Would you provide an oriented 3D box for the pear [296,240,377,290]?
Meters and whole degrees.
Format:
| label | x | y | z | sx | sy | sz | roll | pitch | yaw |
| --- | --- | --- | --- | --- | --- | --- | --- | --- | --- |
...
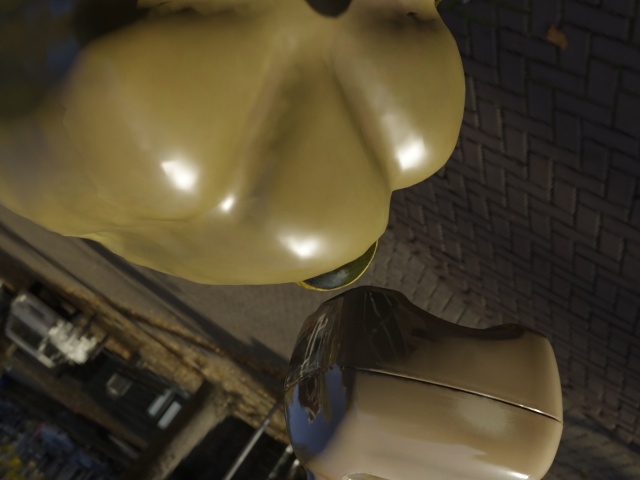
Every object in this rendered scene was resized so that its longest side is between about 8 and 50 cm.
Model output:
| label | x | y | z | sx | sy | sz | roll | pitch | yaw |
| --- | --- | --- | --- | --- | --- | --- | --- | --- | --- |
| pear | 0.000 | 0.000 | 1.563 | 0.197 | 0.197 | 0.197 | 31 | 158 | 14 |

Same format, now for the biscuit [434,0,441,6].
| label | x | y | z | sx | sy | sz | roll | pitch | yaw |
| --- | --- | --- | --- | --- | --- | --- | --- | --- | --- |
| biscuit | 0.135 | -0.408 | 1.509 | 0.016 | 0.139 | 0.231 | 40 | -176 | -31 |

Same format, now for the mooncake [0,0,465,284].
| label | x | y | z | sx | sy | sz | roll | pitch | yaw |
| --- | --- | --- | --- | --- | --- | --- | --- | --- | --- |
| mooncake | -0.088 | -0.191 | 0.784 | 0.262 | 0.467 | 0.467 | 0 | 139 | 46 |

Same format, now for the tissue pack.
| label | x | y | z | sx | sy | sz | roll | pitch | yaw |
| --- | --- | --- | --- | --- | --- | --- | --- | --- | --- |
| tissue pack | 0.148 | 0.247 | 1.305 | 0.387 | 0.277 | 0.267 | 16 | 151 | -17 |
